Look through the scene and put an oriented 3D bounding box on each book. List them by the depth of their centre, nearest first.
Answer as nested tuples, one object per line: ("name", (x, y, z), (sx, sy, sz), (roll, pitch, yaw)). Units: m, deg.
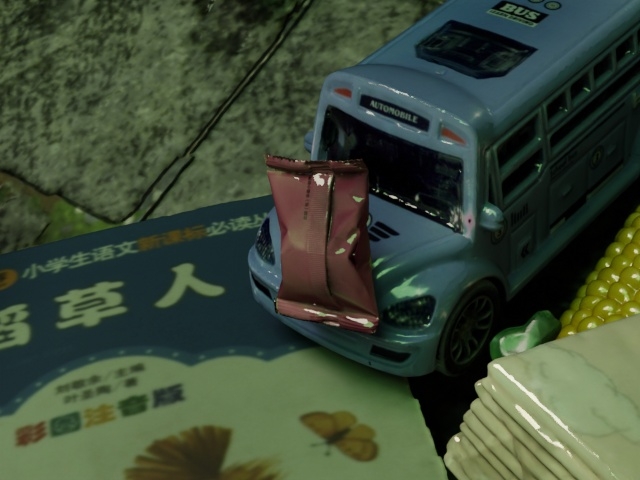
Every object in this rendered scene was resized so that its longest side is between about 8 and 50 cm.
("book", (-0.096, 0.119, 0.682), (0.300, 0.039, 0.428), (-15, 34, -5))

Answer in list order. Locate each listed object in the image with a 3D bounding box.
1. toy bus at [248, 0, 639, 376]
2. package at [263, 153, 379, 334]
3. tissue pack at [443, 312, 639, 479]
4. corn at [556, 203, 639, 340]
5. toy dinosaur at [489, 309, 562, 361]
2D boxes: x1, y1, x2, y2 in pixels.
("toy bus", (0.090, -0.058, 0.740), (0.125, 0.133, 0.292), (25, 48, 34))
("package", (0.000, 0.000, 0.645), (0.059, 0.083, 0.029), (7, 20, 33))
("tissue pack", (0.228, 0.077, 0.557), (0.325, 0.071, 0.170), (-14, 45, -33))
("corn", (0.153, 0.071, 0.685), (0.101, 0.101, 0.310), (29, 72, 36))
("toy dinosaur", (0.164, 0.255, 0.525), (0.300, 0.087, 0.447), (12, 69, 14))
